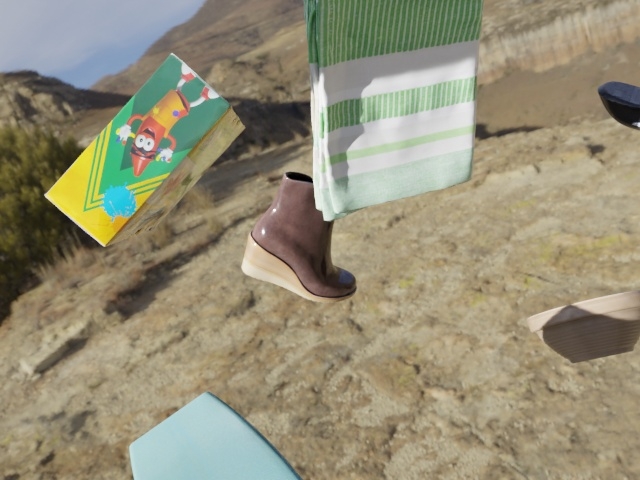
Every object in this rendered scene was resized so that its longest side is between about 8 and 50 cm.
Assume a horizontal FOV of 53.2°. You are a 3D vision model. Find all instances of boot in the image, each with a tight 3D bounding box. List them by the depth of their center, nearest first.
[{"bbox_3d":[0.000,0.000,1.136,0.249,0.206,0.090,16,26,-29],"label":"boot"}]

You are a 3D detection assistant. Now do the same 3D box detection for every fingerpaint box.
[{"bbox_3d":[-0.360,-0.190,1.425,0.371,0.163,0.445,-48,6,2],"label":"fingerpaint box"}]

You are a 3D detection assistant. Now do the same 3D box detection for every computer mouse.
[{"bbox_3d":[0.621,-0.201,1.150,0.262,0.060,0.184,20,41,14],"label":"computer mouse"}]

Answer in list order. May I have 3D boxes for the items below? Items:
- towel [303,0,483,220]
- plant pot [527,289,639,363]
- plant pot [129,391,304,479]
[{"bbox_3d":[0.099,-0.195,0.801,0.248,0.324,0.038,-16,33,-19],"label":"towel"},{"bbox_3d":[0.545,0.179,1.271,0.238,0.109,0.237,-12,-16,-3],"label":"plant pot"},{"bbox_3d":[-0.096,0.298,0.700,0.166,0.165,0.234,-33,63,-17],"label":"plant pot"}]
